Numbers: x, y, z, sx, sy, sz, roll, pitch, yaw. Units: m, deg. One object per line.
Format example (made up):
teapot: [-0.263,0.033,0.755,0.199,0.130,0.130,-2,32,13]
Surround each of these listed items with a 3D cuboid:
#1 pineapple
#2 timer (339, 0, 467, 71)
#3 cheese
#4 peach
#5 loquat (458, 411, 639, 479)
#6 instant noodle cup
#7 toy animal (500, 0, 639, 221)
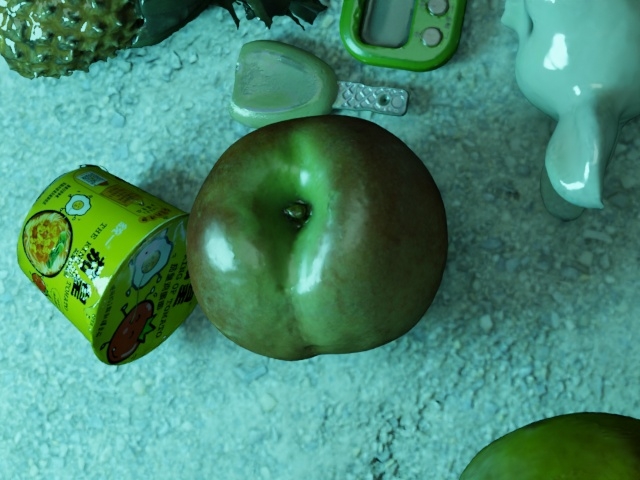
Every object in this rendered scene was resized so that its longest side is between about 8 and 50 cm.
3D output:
pineapple: [-0.165,-0.265,1.250,0.365,0.165,0.165,-7,83,11]
timer: [0.088,-0.248,1.248,0.128,0.047,0.140,10,87,12]
cheese: [-0.001,-0.158,1.264,0.192,0.037,0.097,9,88,13]
peach: [0.000,0.000,1.147,0.252,0.252,0.252,-1,84,13]
loquat: [0.255,0.292,1.054,0.284,0.276,0.276,7,86,30]
instant noodle cup: [-0.218,0.015,1.232,0.144,0.182,0.182,34,92,22]
toy animal: [0.298,-0.199,1.123,0.241,0.196,0.367,31,89,12]
